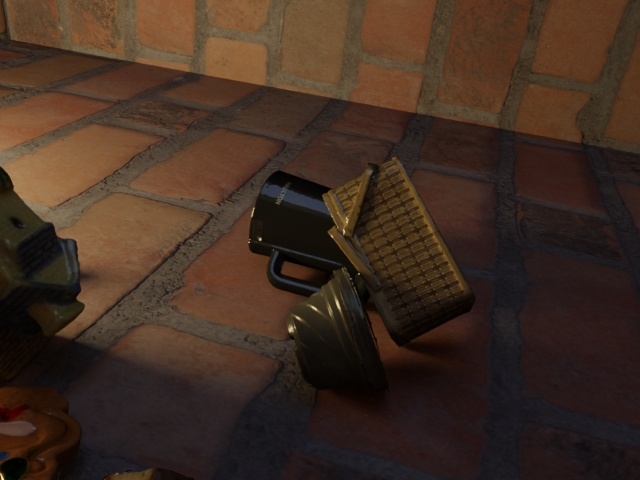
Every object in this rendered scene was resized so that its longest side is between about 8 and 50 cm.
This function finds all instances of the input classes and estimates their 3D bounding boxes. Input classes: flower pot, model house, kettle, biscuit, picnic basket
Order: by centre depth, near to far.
[{"bbox_3d":[-0.432,0.279,0.766,0.202,0.047,0.334,5,12,-11],"label":"biscuit"},{"bbox_3d":[-0.550,0.089,0.923,0.266,0.321,0.261,47,28,-12],"label":"model house"},{"bbox_3d":[0.023,0.172,1.009,0.141,0.235,0.235,-21,33,-2],"label":"flower pot"},{"bbox_3d":[0.137,0.027,1.101,0.175,0.228,0.312,-27,73,4],"label":"picnic basket"},{"bbox_3d":[0.003,-0.014,1.321,0.308,0.203,0.262,18,29,13],"label":"kettle"}]

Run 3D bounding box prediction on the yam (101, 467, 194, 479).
[{"bbox_3d":[-0.218,0.378,0.652,0.128,0.129,0.238,37,24,-18],"label":"yam"}]
